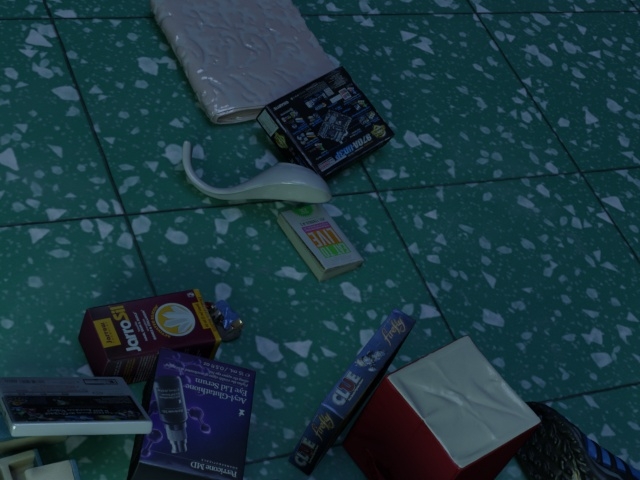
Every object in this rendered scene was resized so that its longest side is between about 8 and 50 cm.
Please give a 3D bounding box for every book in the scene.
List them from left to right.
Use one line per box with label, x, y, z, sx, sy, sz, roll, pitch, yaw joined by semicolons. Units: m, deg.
book;0.000;0.000;2.143;0.096;0.035;0.144;-16;57;-38

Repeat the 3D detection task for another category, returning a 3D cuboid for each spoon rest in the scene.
spoon rest;-0.115;-0.103;2.135;0.276;0.137;0.084;14;80;2

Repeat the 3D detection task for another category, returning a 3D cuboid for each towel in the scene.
towel;-0.143;-0.374;2.399;0.317;0.053;0.332;-10;56;-32

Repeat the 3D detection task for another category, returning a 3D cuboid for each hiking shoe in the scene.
hiking shoe;0.434;0.380;1.959;0.304;0.113;0.132;45;18;26

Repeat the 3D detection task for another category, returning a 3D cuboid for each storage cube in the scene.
storage cube;0.181;0.294;1.841;0.215;0.193;0.183;-20;61;-37

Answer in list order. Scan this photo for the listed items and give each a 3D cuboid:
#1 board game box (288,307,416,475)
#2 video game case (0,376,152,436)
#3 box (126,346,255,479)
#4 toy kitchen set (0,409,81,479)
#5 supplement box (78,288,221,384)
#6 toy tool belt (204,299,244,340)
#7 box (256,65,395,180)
board game box;0.050;0.230;1.861;0.042;0.165;0.243;34;45;8
video game case;-0.348;0.229;1.681;0.190;0.022;0.173;3;13;-24
box;-0.187;0.280;1.752;0.153;0.108;0.207;14;46;-12
toy kitchen set;-0.369;0.283;1.628;0.122;0.166;0.207;-7;54;-31
supplement box;-0.262;0.150;1.855;0.188;0.081;0.104;-9;55;-30
toy tool belt;-0.158;0.119;1.949;0.083;0.051;0.052;44;48;18
box;0.012;-0.217;2.291;0.220;0.051;0.175;-34;83;-37
